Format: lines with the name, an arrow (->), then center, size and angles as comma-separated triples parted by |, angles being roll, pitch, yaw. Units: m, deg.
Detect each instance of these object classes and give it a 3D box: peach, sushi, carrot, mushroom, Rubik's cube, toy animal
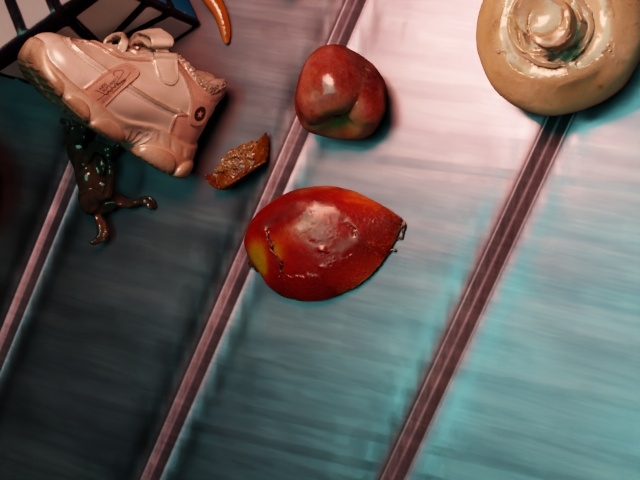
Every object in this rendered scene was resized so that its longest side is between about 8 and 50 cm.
peach -> 0.029, -0.240, 1.540 | 0.152, 0.152, 0.152 | -1, 87, 21
sushi -> -0.134, -0.132, 1.642 | 0.120, 0.052, 0.055 | -33, 92, 19
carrot -> -0.182, -0.403, 1.684 | 0.035, 0.035, 0.142 | -27, 83, 18
mushroom -> 0.332, -0.298, 1.391 | 0.246, 0.202, 0.246 | 4, 99, 23
Rubik's cube -> -0.426, -0.436, 1.647 | 0.293, 0.288, 0.284 | -31, 77, 20
toy animal -> -0.386, -0.116, 1.734 | 0.148, 0.084, 0.233 | -17, 87, 37
peach -> -0.003, 0.000, 1.576 | 0.279, 0.068, 0.189 | -14, 84, 20

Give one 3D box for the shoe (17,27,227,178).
shoe -> -0.311, -0.257, 1.583 | 0.171, 0.351, 0.198 | 29, 87, 42
